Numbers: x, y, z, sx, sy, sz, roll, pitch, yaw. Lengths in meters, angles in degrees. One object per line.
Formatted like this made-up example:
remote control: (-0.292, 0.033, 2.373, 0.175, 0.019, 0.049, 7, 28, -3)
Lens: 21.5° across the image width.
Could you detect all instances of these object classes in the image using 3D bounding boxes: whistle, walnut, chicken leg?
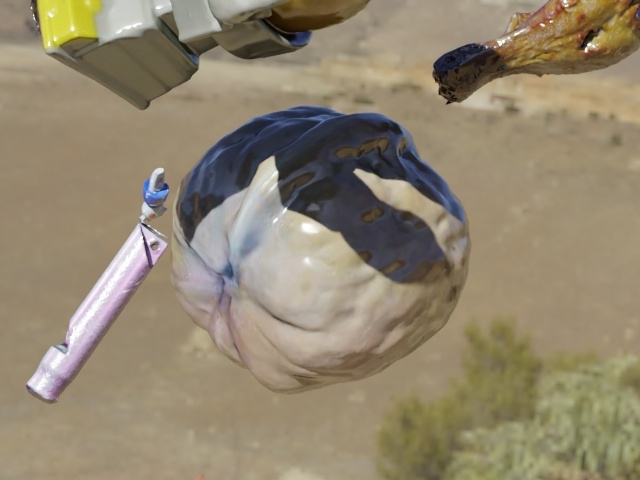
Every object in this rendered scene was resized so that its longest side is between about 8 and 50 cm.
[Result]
whistle: (-0.191, 0.063, 1.445, 0.033, 0.176, 0.033, 33, -10, 7)
whistle: (-0.178, -0.050, 1.832, 0.033, 0.083, 0.029, -24, 61, -27)
walnut: (0.000, 0.002, 1.404, 0.248, 0.248, 0.248, 6, 10, -1)
chicken leg: (0.228, -0.231, 1.398, 0.177, 0.322, 0.083, 16, 27, -24)

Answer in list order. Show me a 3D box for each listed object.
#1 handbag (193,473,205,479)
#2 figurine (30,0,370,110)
handbag: (-0.115, 0.235, 1.212, 0.127, 0.063, 0.190, -39, 5, -6)
figurine: (-0.040, -0.218, 1.190, 0.285, 0.167, 0.342, -22, 42, 24)
